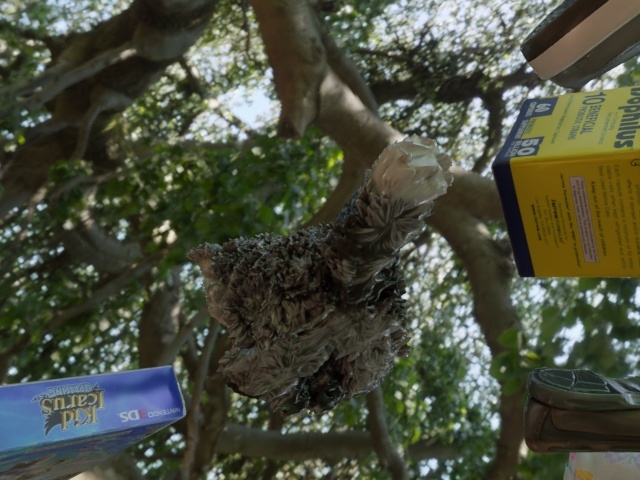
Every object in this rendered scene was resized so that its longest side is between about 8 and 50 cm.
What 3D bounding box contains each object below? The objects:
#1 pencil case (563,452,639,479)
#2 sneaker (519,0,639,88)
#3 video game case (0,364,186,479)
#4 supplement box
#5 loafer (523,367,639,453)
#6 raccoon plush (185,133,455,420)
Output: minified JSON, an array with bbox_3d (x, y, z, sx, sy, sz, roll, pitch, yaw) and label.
[{"bbox_3d":[0.532,0.389,1.245,0.273,0.124,0.113,16,-40,18],"label":"pencil case"},{"bbox_3d":[0.272,-0.121,0.413,0.295,0.124,0.178,-32,-84,10],"label":"sneaker"},{"bbox_3d":[-0.304,0.198,0.725,0.244,0.269,0.061,-31,-110,32],"label":"video game case"},{"bbox_3d":[0.440,-0.083,1.041,0.356,0.194,0.195,-2,-56,31],"label":"supplement box"},{"bbox_3d":[0.342,0.193,0.830,0.267,0.096,0.084,8,-78,-5],"label":"loafer"},{"bbox_3d":[0.000,0.000,0.980,0.446,0.216,0.299,-54,-138,26],"label":"raccoon plush"}]
